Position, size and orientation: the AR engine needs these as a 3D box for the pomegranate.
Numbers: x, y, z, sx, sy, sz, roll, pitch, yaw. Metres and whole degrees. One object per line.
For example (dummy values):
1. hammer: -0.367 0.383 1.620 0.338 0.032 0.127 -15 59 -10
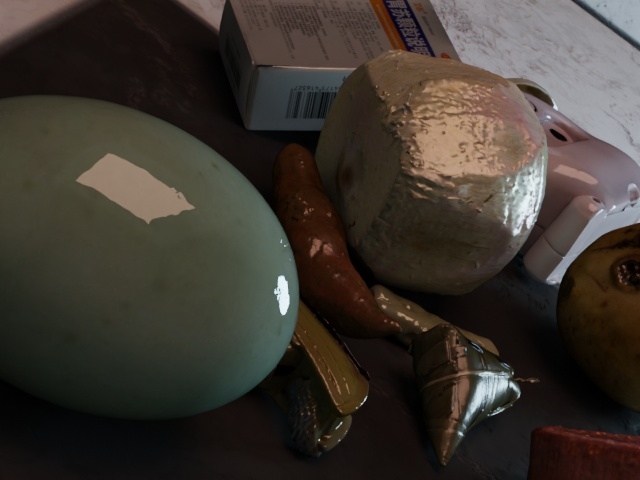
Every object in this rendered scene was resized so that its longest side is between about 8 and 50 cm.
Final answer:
1. pomegranate: 0.435 0.104 2.273 0.260 0.260 0.260 28 27 -16

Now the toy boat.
1. toy boat: -0.080 0.090 1.825 0.121 0.089 0.321 -16 55 -45

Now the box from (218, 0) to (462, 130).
1. box: 0.026 -0.245 2.381 0.299 0.106 0.200 0 38 -17

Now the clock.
1. clock: 0.303 -0.106 2.541 0.326 0.184 0.342 41 21 21

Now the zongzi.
1. zongzi: 0.181 0.205 1.999 0.189 0.081 0.178 31 44 -43

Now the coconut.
1. coconut: 0.145 -0.078 2.155 0.254 0.297 0.297 10 34 -22

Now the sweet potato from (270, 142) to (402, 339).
1. sweet potato: -0.013 0.007 2.042 0.106 0.095 0.354 -20 43 -6

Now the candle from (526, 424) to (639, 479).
1. candle: 0.391 0.265 1.907 0.317 0.131 0.287 9 -1 -32

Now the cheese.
1. cheese: 0.134 0.115 2.098 0.194 0.043 0.065 29 31 -19

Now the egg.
1. egg: -0.200 0.016 1.581 0.389 0.276 0.276 28 27 -21
